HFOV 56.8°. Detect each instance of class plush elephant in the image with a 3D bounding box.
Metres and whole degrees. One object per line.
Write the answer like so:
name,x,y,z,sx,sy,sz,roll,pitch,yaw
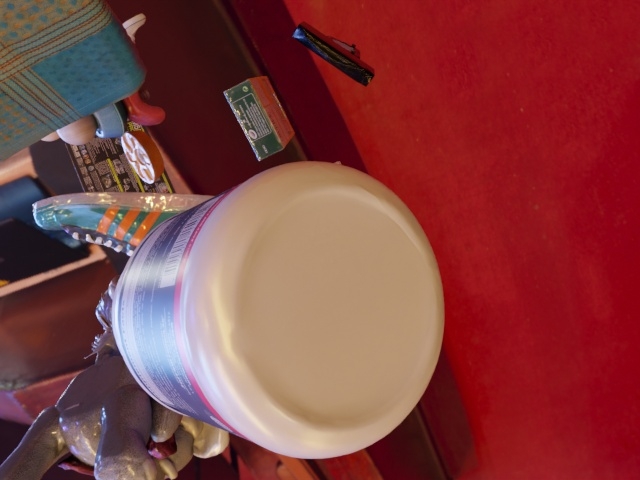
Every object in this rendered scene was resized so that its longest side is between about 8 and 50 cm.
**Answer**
plush elephant,-0.294,0.319,0.920,0.271,0.330,0.255,-21,122,12

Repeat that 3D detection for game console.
game console,0.040,-0.491,1.514,0.213,0.361,0.044,32,112,-10

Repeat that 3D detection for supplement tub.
supplement tub,-0.054,0.055,0.477,0.191,0.191,0.272,39,156,-21

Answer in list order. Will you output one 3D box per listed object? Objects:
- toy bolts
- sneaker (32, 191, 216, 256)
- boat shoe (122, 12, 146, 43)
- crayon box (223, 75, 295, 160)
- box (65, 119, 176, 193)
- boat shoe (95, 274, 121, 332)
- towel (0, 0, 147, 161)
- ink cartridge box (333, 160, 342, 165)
toy bolts,-0.367,-0.176,0.989,0.228,0.158,0.218,-6,115,57
sneaker,-0.295,-0.013,0.929,0.302,0.108,0.121,0,90,-5
boat shoe,-0.315,-0.322,0.949,0.100,0.035,0.035,-41,108,-6
crayon box,-0.167,-0.360,1.701,0.083,0.323,0.203,-24,104,11
box,-0.532,-0.180,1.591,0.216,0.270,0.060,-24,163,-15
boat shoe,-0.354,0.236,1.301,0.130,0.132,0.355,-42,84,21
towel,-0.325,-0.176,0.520,0.271,0.370,0.040,-29,79,-5
ink cartridge box,0.000,0.000,0.976,0.160,0.093,0.219,-17,116,16
